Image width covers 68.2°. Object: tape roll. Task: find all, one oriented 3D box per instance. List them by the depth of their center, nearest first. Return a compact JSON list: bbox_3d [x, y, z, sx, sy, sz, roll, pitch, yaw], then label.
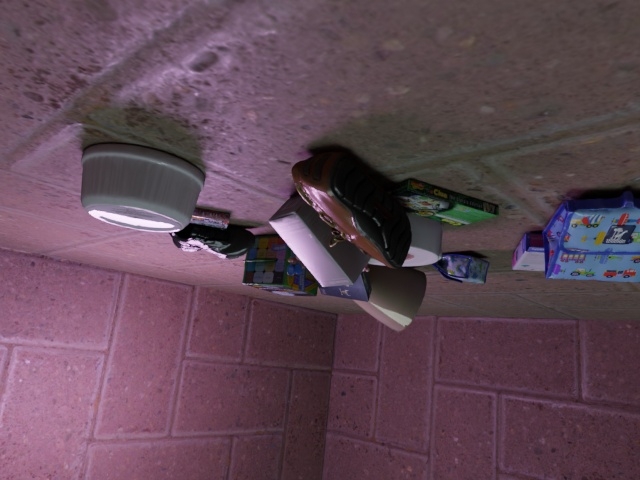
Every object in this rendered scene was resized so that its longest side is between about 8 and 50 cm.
[{"bbox_3d":[0.187,-0.004,1.304,0.287,0.100,0.286,6,166,1],"label":"tape roll"}]

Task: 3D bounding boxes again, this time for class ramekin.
[{"bbox_3d":[-0.408,-0.106,1.077,0.273,0.127,0.273,6,167,1],"label":"ramekin"}]

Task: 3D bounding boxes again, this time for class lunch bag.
[{"bbox_3d":[0.634,-0.025,1.036,0.221,0.138,0.293,2,154,16],"label":"lunch bag"},{"bbox_3d":[0.473,0.093,1.616,0.129,0.096,0.151,15,178,-43],"label":"lunch bag"}]

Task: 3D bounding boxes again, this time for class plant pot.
[{"bbox_3d":[0.222,0.178,1.818,0.274,0.256,0.256,26,163,-9],"label":"plant pot"}]

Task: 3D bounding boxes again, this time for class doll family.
[{"bbox_3d":[0.024,0.036,1.472,0.263,0.118,0.163,6,-162,16],"label":"doll family"}]

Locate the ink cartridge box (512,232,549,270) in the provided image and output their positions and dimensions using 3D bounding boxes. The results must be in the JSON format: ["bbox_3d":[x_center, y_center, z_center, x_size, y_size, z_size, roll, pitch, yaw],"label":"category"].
[{"bbox_3d":[0.661,0.034,1.338,0.186,0.065,0.311,2,169,16],"label":"ink cartridge box"}]

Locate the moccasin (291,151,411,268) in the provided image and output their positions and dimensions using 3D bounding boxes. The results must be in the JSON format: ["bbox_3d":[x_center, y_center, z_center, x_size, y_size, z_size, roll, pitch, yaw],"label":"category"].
[{"bbox_3d":[0.077,-0.050,1.022,0.147,0.139,0.380,8,163,43],"label":"moccasin"}]

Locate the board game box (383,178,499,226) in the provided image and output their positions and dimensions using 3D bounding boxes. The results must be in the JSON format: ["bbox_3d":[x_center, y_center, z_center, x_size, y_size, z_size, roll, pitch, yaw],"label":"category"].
[{"bbox_3d":[0.269,-0.082,1.098,0.260,0.030,0.136,13,163,-26],"label":"board game box"}]

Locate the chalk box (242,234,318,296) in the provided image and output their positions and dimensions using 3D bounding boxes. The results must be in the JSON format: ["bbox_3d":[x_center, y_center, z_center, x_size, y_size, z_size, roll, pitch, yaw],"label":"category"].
[{"bbox_3d":[-0.146,0.083,1.648,0.180,0.179,0.289,-1,164,30],"label":"chalk box"}]

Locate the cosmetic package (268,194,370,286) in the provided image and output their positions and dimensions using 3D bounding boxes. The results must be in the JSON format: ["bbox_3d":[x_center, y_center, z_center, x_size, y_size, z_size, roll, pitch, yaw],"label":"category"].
[{"bbox_3d":[0.000,0.000,1.172,0.127,0.107,0.238,-14,119,51],"label":"cosmetic package"}]

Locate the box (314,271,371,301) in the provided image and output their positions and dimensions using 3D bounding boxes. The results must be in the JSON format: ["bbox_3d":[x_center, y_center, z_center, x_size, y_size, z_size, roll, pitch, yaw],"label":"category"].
[{"bbox_3d":[0.071,0.123,1.640,0.184,0.059,0.232,7,147,19],"label":"box"}]

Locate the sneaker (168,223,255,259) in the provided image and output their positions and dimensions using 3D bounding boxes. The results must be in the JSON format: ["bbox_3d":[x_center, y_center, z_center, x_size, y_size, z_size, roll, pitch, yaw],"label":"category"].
[{"bbox_3d":[-0.354,-0.010,1.515,0.287,0.108,0.130,3,160,5],"label":"sneaker"}]

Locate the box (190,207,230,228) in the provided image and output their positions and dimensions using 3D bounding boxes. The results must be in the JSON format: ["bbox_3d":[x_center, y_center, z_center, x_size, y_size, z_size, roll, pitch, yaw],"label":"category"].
[{"bbox_3d":[-0.344,-0.068,1.419,0.137,0.027,0.094,9,165,-13],"label":"box"}]
